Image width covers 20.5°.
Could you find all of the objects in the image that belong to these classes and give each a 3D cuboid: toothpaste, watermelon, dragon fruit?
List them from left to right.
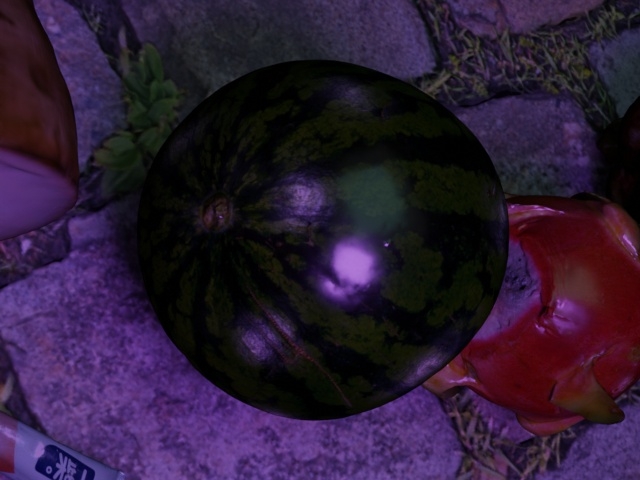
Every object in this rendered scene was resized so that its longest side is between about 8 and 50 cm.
[{"bbox_3d":[-0.222,0.156,1.304,0.205,0.036,0.056,37,53,-36],"label":"toothpaste"},{"bbox_3d":[0.000,0.000,1.387,0.285,0.285,0.285,13,63,-27],"label":"watermelon"},{"bbox_3d":[0.201,0.058,1.531,0.227,0.224,0.224,28,54,-45],"label":"dragon fruit"}]

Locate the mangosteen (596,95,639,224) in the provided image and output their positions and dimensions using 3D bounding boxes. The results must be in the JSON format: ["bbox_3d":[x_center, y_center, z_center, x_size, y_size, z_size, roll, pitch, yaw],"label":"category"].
[{"bbox_3d":[0.417,-0.031,1.658,0.313,0.297,0.297,51,52,-8],"label":"mangosteen"}]

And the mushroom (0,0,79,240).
[{"bbox_3d":[-0.333,-0.213,1.305,0.314,0.224,0.397,5,66,-28],"label":"mushroom"}]
